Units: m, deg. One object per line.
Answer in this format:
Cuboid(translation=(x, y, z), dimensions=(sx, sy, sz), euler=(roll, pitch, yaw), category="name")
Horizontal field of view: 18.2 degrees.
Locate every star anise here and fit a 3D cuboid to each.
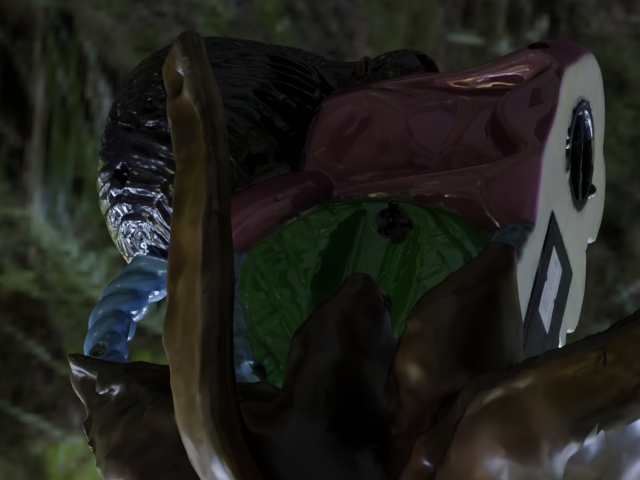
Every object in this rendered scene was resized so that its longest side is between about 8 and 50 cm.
Cuboid(translation=(0.019, 0.104, 0.604), dimensions=(0.292, 0.349, 0.109), euler=(2, 175, 31), category="star anise")

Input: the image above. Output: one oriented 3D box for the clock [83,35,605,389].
Cuboid(translation=(0.000, 0.000, 0.769), dimensions=(0.195, 0.100, 0.194), euler=(5, -125, 21), category="clock")
